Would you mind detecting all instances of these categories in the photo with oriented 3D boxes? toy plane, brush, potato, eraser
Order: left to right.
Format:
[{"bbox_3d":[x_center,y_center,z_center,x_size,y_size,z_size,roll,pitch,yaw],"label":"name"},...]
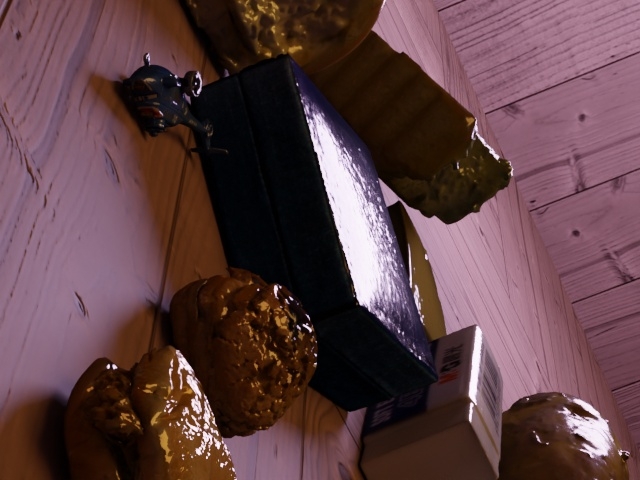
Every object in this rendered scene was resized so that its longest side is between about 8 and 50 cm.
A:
[{"bbox_3d":[-0.123,-0.108,1.581,0.167,0.054,0.062,35,60,-66],"label":"toy plane"},{"bbox_3d":[0.099,0.056,2.200,0.197,0.059,0.123,-95,162,-50],"label":"brush"},{"bbox_3d":[0.119,0.182,1.927,0.279,0.124,0.081,-70,136,-72],"label":"eraser"},{"bbox_3d":[0.247,0.278,2.110,0.266,0.229,0.229,-98,162,-54],"label":"potato"}]

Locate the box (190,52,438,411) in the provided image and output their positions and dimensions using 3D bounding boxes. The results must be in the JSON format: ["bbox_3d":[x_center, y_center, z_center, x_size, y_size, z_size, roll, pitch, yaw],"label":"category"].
[{"bbox_3d":[0.000,0.000,1.769,0.279,0.116,0.261,45,26,-65],"label":"box"}]

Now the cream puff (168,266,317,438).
[{"bbox_3d":[-0.055,0.083,1.428,0.133,0.104,0.119,-96,167,-47],"label":"cream puff"}]

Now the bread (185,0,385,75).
[{"bbox_3d":[-0.050,-0.336,1.881,0.270,0.211,0.316,-94,162,-56],"label":"bread"}]

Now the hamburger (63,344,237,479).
[{"bbox_3d":[-0.104,0.142,1.165,0.138,0.083,0.147,-89,156,-68],"label":"hamburger"}]

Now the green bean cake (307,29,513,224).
[{"bbox_3d":[0.098,-0.130,2.194,0.233,0.124,0.236,44,2,24],"label":"green bean cake"}]
